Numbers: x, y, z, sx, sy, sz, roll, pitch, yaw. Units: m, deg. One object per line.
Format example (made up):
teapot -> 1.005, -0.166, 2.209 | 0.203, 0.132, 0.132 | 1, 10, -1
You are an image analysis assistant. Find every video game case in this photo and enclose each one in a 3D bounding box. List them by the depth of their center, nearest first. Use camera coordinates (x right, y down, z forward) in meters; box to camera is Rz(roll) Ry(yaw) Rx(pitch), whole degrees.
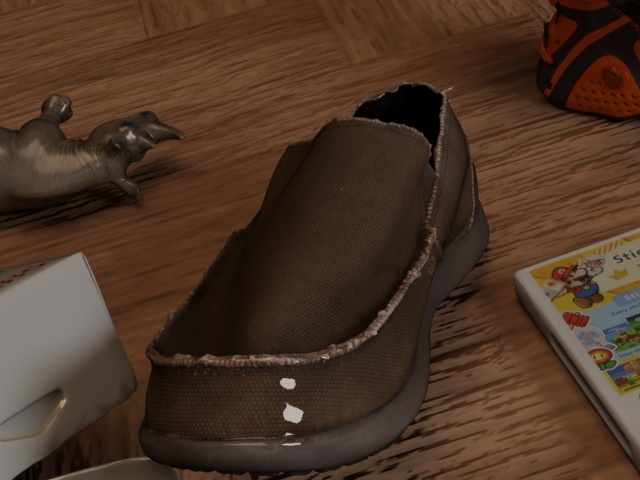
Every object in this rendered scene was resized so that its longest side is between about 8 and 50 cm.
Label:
video game case -> 0.252, 0.046, 0.648 | 0.227, 0.026, 0.206 | -19, 36, -5

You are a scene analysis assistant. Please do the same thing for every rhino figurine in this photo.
rhino figurine -> -0.222, -0.063, 0.913 | 0.243, 0.073, 0.106 | -6, 33, 9

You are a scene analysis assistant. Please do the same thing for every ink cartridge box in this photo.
ink cartridge box -> -0.227, 0.082, 0.631 | 0.208, 0.086, 0.153 | -10, 15, 38

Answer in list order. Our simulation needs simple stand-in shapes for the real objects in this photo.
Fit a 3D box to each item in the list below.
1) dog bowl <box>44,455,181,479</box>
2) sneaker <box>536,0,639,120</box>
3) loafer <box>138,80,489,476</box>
dog bowl -> -0.087, 0.211, 0.413 | 0.349, 0.102, 0.349 | -12, 19, 4
sneaker -> 0.171, -0.202, 0.852 | 0.125, 0.180, 0.321 | -32, 66, -21
loafer -> 0.000, 0.000, 0.633 | 0.134, 0.130, 0.366 | -2, 21, 18
